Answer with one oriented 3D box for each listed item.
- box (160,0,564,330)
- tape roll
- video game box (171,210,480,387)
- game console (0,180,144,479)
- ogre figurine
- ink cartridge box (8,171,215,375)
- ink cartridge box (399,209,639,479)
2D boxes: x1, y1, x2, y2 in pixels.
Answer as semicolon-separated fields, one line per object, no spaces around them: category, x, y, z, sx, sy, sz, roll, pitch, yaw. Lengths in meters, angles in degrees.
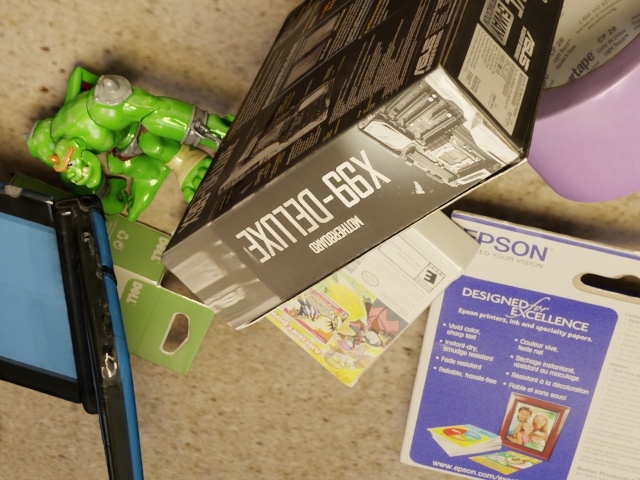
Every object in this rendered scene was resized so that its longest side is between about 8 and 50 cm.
box;0.042;-0.108;0.986;0.242;0.307;0.076;-33;113;35
tape roll;0.204;-0.121;1.012;0.189;0.189;0.080;-29;119;34
video game box;0.000;0.000;1.238;0.205;0.048;0.187;41;131;0
game console;-0.251;0.100;1.265;0.173;0.250;0.293;-9;141;-9
ogre figurine;-0.163;-0.078;1.223;0.118;0.097;0.197;30;166;-28
ink cartridge box;-0.195;0.032;1.347;0.209;0.062;0.109;23;135;-5
ink cartridge box;0.239;0.107;1.294;0.303;0.072;0.307;13;129;6
